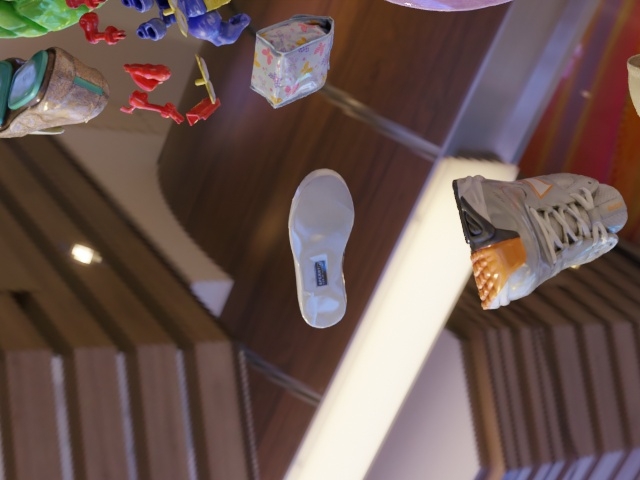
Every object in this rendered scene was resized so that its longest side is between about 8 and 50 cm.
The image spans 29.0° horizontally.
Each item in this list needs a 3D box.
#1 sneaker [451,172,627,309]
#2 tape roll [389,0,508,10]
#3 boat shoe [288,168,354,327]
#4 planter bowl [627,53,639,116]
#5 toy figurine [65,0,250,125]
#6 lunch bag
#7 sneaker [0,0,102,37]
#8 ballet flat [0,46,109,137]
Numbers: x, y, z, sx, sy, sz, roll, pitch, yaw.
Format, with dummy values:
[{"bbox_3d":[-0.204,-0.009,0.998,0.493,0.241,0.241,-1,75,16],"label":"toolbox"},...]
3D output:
[{"bbox_3d":[0.172,-0.015,0.942,0.121,0.099,0.262,-13,-176,12],"label":"sneaker"},{"bbox_3d":[0.096,-0.312,0.905,0.275,0.274,0.090,21,-149,-8],"label":"tape roll"},{"bbox_3d":[0.000,0.000,1.535,0.080,0.228,0.076,-9,-144,-5],"label":"boat shoe"},{"bbox_3d":[0.519,-0.204,1.776,0.162,0.109,0.162,0,-160,0],"label":"planter bowl"},{"bbox_3d":[-0.187,-0.350,1.532,0.191,0.362,0.217,3,-143,42],"label":"toy figurine"},{"bbox_3d":[-0.024,-0.180,1.221,0.083,0.071,0.053,-27,-125,-31],"label":"lunch bag"},{"bbox_3d":[-0.319,-0.439,1.644,0.202,0.483,0.185,42,165,48],"label":"sneaker"},{"bbox_3d":[-0.346,-0.170,1.528,0.106,0.107,0.316,16,176,-30],"label":"ballet flat"}]
